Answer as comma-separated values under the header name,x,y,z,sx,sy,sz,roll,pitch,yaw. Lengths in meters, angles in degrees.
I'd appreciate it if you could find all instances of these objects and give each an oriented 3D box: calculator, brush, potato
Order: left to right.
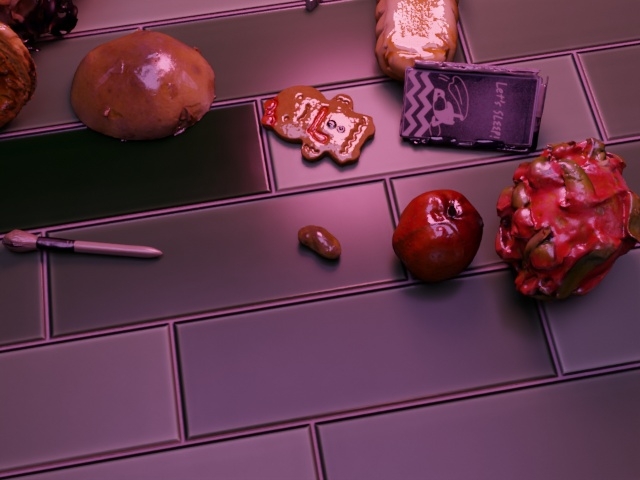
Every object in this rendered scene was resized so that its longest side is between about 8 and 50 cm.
name,x,y,z,sx,sy,sz,roll,pitch,yaw
brush,-0.444,0.012,1.542,0.299,0.042,0.039,5,64,1
potato,-0.363,-0.320,1.651,0.298,0.116,0.239,1,71,2
potato,0.000,0.000,1.543,0.092,0.045,0.047,31,106,15
calculator,0.295,-0.259,1.612,0.274,0.028,0.166,6,108,2

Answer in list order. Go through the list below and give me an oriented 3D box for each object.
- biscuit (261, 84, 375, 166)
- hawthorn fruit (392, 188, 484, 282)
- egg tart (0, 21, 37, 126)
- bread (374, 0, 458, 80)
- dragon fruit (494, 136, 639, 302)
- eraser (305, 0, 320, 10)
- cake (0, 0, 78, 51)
name,x,y,z,sx,sy,sz,roll,pitch,yaw
biscuit,-0.007,-0.237,1.651,0.225,0.036,0.166,30,71,13
hawthorn fruit,0.214,-0.019,1.471,0.156,0.194,0.157,5,60,-8
egg tart,-0.680,-0.349,1.575,0.297,0.297,0.132,-3,50,-1
bread,0.196,-0.458,1.698,0.172,0.121,0.311,5,69,6
dragon fruit,0.428,-0.033,1.458,0.237,0.231,0.303,22,84,4
eraser,0.000,-0.532,1.776,0.019,0.038,0.083,36,72,9
cake,-0.603,-0.547,1.675,0.332,0.332,0.321,2,100,1
